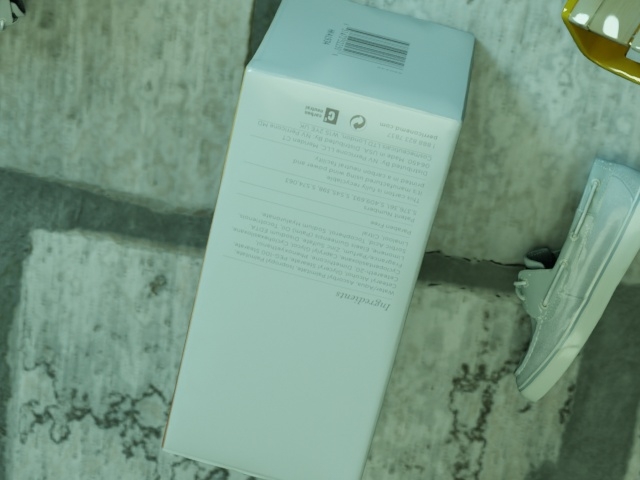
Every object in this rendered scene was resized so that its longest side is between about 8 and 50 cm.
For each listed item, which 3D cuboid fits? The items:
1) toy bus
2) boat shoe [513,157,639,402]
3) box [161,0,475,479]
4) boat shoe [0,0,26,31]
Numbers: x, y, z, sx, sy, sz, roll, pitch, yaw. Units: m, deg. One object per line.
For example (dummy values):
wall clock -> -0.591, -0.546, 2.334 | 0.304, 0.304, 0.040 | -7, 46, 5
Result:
toy bus -> 0.278, -0.215, 1.397 | 0.202, 0.191, 0.104 | -17, 154, 15
boat shoe -> 0.211, 0.031, 1.541 | 0.081, 0.079, 0.227 | 28, 110, 5
box -> 0.000, 0.000, 1.473 | 0.168, 0.215, 0.345 | 15, 115, 1
boat shoe -> -0.271, -0.209, 1.501 | 0.184, 0.066, 0.063 | -42, 102, 12
